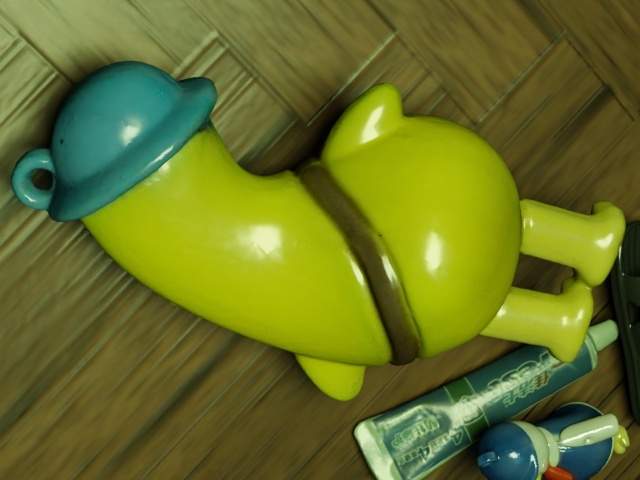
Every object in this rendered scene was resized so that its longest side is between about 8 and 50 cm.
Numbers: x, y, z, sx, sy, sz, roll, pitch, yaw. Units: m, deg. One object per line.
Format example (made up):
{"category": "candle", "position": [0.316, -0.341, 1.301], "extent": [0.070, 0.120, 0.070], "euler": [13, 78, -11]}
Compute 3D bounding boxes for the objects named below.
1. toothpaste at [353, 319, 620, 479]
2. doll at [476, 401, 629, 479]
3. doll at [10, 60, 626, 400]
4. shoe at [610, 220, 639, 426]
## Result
{"category": "toothpaste", "position": [0.118, 0.104, 0.961], "extent": [0.197, 0.035, 0.057], "euler": [-28, 95, -10]}
{"category": "doll", "position": [0.150, 0.139, 0.949], "extent": [0.143, 0.099, 0.057], "euler": [2, 64, -47]}
{"category": "doll", "position": [0.000, 0.000, 0.838], "extent": [0.363, 0.145, 0.199], "euler": [12, 104, -15]}
{"category": "shoe", "position": [0.236, 0.061, 0.972], "extent": [0.062, 0.053, 0.159], "euler": [-32, 122, -42]}
